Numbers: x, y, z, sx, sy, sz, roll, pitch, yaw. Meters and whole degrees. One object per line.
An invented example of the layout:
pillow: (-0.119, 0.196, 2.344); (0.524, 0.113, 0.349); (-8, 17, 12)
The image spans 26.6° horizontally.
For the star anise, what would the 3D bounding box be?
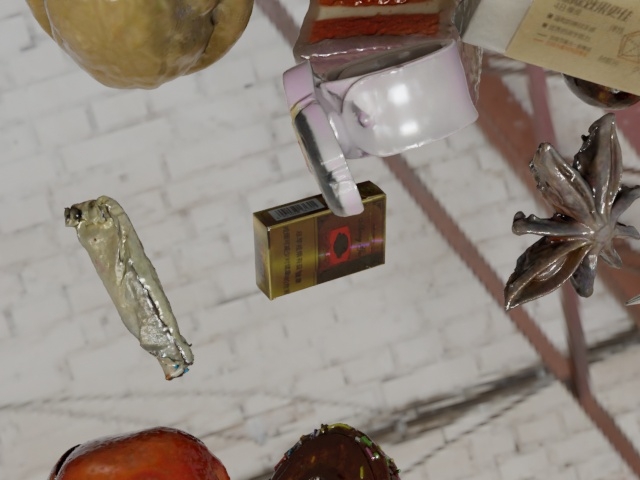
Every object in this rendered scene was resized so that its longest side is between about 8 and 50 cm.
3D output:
star anise: (0.334, -0.039, 1.790); (0.198, 0.258, 0.110); (-7, -161, -25)

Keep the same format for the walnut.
walnut: (-0.279, -0.415, 2.048); (0.383, 0.384, 0.383); (-16, -169, 3)

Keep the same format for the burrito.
burrito: (-0.155, 0.040, 1.129); (0.051, 0.171, 0.042); (-21, -174, 42)

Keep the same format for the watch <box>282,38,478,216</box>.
watch: (0.083, -0.148, 1.689); (0.231, 0.196, 0.244); (-16, -166, -1)

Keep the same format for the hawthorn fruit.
hawthorn fruit: (-0.244, 0.321, 1.600); (0.299, 0.211, 0.211); (5, -172, -12)

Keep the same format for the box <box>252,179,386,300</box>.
box: (0.000, 0.000, 2.395); (0.240, 0.159, 0.071); (-16, -147, -24)

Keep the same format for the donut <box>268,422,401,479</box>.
donut: (0.019, 0.369, 1.855); (0.235, 0.235, 0.089); (-6, 155, 41)

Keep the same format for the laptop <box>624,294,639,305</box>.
laptop: (0.613, 0.062, 2.171); (0.187, 0.015, 0.269); (-27, 166, 30)

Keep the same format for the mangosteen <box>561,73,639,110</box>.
mangosteen: (0.477, -0.301, 2.210); (0.172, 0.172, 0.184); (-19, 160, -13)

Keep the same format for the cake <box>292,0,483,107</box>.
cake: (0.135, -0.359, 2.483); (0.308, 0.230, 0.237); (-1, -121, 19)

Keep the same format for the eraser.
eraser: (0.362, -0.301, 1.865); (0.343, 0.144, 0.078); (13, -146, -21)
